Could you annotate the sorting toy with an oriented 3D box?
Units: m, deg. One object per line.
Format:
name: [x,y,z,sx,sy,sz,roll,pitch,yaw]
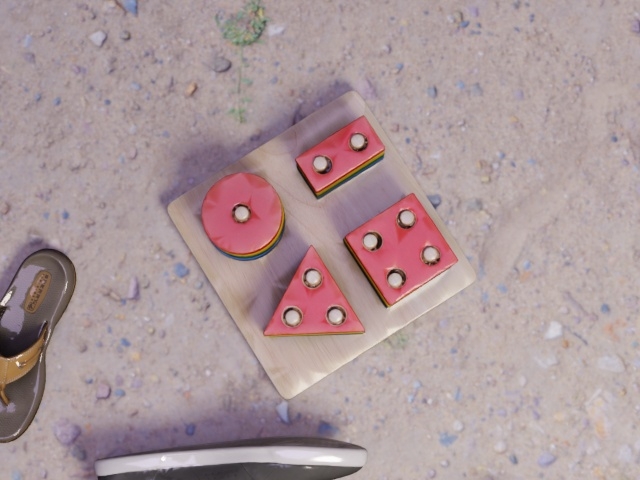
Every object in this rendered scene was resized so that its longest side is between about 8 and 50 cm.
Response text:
sorting toy: [0.000,0.000,1.437,0.255,0.089,0.257,-32,84,-3]

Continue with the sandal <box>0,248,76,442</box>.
sandal: [-0.330,0.112,1.440,0.090,0.060,0.219,22,84,3]

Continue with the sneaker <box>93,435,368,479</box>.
sneaker: [-0.090,0.290,1.400,0.295,0.104,0.147,-7,85,6]
